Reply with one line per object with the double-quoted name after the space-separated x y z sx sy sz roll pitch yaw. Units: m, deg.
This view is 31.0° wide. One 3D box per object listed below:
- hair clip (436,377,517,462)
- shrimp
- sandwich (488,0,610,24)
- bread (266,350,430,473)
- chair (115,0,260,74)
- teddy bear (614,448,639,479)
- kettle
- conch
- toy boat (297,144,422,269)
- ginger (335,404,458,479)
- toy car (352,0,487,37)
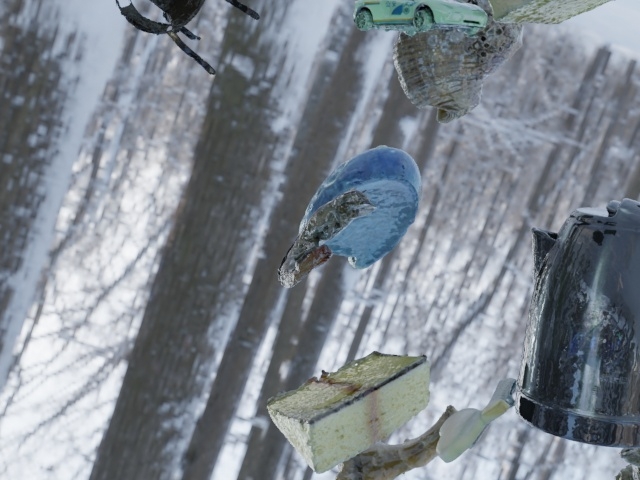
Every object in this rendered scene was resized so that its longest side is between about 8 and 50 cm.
0.307 0.343 2.198 0.071 0.218 0.159 53 153 -2 "hair clip"
-0.001 -0.001 1.939 0.058 0.173 0.253 37 148 -13 "shrimp"
0.305 -0.303 1.289 0.162 0.058 0.193 -8 169 -38 "sandwich"
0.033 0.231 1.822 0.240 0.135 0.178 -26 -136 -25 "bread"
-0.230 -0.405 1.906 0.213 0.174 0.149 34 -164 -28 "chair"
0.648 0.440 2.092 0.267 0.156 0.256 5 159 24 "teddy bear"
0.441 0.107 1.605 0.321 0.324 0.228 9 -169 24 "kettle"
0.200 -0.290 1.701 0.178 0.245 0.163 15 170 24 "conch"
0.079 -0.075 2.338 0.215 0.330 0.123 10 -131 -19 "toy boat"
0.161 0.432 2.374 0.295 0.086 0.131 -27 -126 -9 "ginger"
0.118 -0.267 1.342 0.093 0.058 0.186 -1 -171 -37 "toy car"
